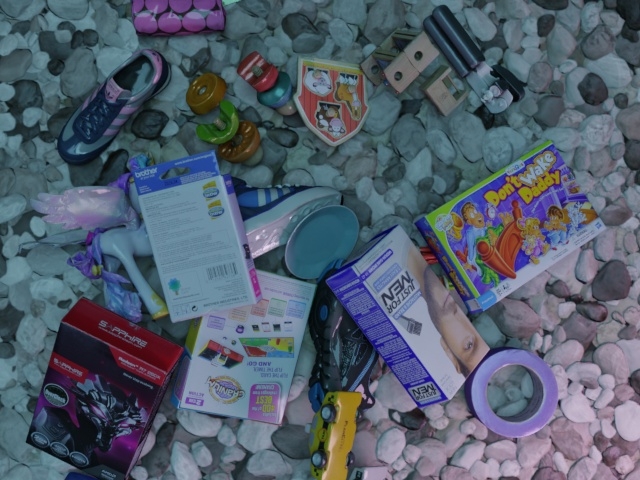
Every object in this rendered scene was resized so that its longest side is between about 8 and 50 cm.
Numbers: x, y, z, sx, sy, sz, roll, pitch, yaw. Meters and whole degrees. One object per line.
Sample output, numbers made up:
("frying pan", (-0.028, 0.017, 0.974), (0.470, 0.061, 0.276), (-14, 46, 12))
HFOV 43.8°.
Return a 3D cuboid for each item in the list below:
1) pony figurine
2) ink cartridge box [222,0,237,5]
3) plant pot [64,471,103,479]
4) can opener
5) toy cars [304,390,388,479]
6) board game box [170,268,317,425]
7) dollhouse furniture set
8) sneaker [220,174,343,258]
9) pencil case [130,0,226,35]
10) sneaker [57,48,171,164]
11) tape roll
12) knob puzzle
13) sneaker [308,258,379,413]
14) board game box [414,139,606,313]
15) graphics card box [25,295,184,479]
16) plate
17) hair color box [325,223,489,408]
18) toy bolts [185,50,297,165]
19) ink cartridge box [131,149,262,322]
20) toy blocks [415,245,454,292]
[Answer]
("pony figurine", (-0.420, 0.004, 1.673), (0.351, 0.303, 0.363), (-17, 82, -34))
("ink cartridge box", (-0.146, -0.647, 1.802), (0.235, 0.056, 0.171), (-19, 88, -4))
("plant pot", (-0.460, 0.645, 1.604), (0.236, 0.212, 0.236), (18, 105, 1))
("can opener", (0.342, -0.408, 1.797), (0.280, 0.074, 0.093), (50, 52, 0))
("toy cars", (0.047, 0.480, 1.670), (0.176, 0.087, 0.394), (-39, 122, -36))
("board game box", (-0.161, 0.216, 1.694), (0.242, 0.064, 0.317), (17, 86, -25))
("dollhouse furniture set", (0.206, -0.357, 1.774), (0.129, 0.129, 0.184), (-45, 118, -3))
("sneaker", (-0.137, -0.092, 1.731), (0.322, 0.130, 0.236), (-25, 52, -33))
("pencil case", (-0.315, -0.510, 1.774), (0.209, 0.095, 0.098), (-1, 71, -3))
("sneaker", (-0.464, -0.299, 1.734), (0.112, 0.131, 0.319), (42, 87, 1))
("tape roll", (0.414, 0.328, 1.738), (0.189, 0.080, 0.189), (0, 87, -1))
("knob puzzle", (0.031, -0.304, 1.756), (0.213, 0.030, 0.213), (3, 83, -27))
("sneaker", (0.054, 0.211, 1.736), (0.139, 0.125, 0.341), (5, 87, -24))
("board game box", (0.412, -0.031, 1.728), (0.347, 0.078, 0.233), (-31, 87, -14))
("graphics card box", (-0.446, 0.318, 1.624), (0.232, 0.094, 0.371), (27, 122, -1))
("plate", (0.000, 0.000, 1.724), (0.188, 0.188, 0.024), (-42, 48, -3))
("hair color box", (0.187, 0.158, 1.674), (0.185, 0.110, 0.339), (-40, 97, -40))
("toy bolts", (-0.161, -0.295, 1.765), (0.228, 0.158, 0.218), (-43, 48, 6))
("ink cartridge box", (-0.241, -0.009, 1.565), (0.185, 0.065, 0.311), (-13, 98, 14))
("toy blocks", (0.249, 0.068, 1.763), (0.148, 0.054, 0.123), (-8, 86, -2))
